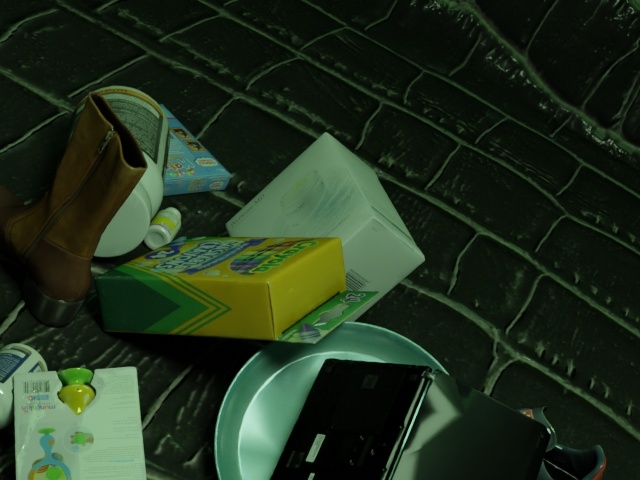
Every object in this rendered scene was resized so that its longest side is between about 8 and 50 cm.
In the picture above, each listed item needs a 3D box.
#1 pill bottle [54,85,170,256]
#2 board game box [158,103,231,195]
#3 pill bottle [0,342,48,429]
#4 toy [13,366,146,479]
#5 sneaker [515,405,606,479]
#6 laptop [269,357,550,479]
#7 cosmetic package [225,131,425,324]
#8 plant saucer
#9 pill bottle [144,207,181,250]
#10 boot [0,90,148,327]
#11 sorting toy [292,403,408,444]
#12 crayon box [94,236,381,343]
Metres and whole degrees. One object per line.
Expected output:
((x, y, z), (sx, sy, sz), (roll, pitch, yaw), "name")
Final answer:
((-0.310, -0.105, 1.636), (0.162, 0.162, 0.278), (20, 29, -16), "pill bottle")
((-0.276, -0.159, 1.883), (0.160, 0.039, 0.211), (-10, 46, -49), "board game box")
((-0.364, 0.173, 1.240), (0.067, 0.067, 0.120), (29, 28, 1), "pill bottle")
((-0.260, 0.255, 1.191), (0.136, 0.056, 0.237), (-1, 59, -16), "toy")
((0.236, 0.278, 1.526), (0.350, 0.148, 0.131), (22, 29, -13), "sneaker")
((0.090, 0.274, 1.262), (0.136, 0.264, 0.234), (47, 57, -36), "laptop")
((0.000, 0.000, 1.652), (0.138, 0.224, 0.225), (37, 18, -39), "cosmetic package")
((0.030, 0.252, 1.342), (0.317, 0.044, 0.318), (1, 64, -3), "plant saucer")
((-0.241, -0.020, 1.687), (0.043, 0.043, 0.083), (27, 28, -3), "pill bottle")
((-0.350, -0.072, 1.422), (0.096, 0.280, 0.264), (2, 38, -40), "boot")
((0.108, 0.320, 1.428), (0.365, 0.127, 0.126), (30, -1, 7), "sorting toy")
((-0.108, 0.058, 1.459), (0.322, 0.083, 0.203), (1, 16, 28), "crayon box")
